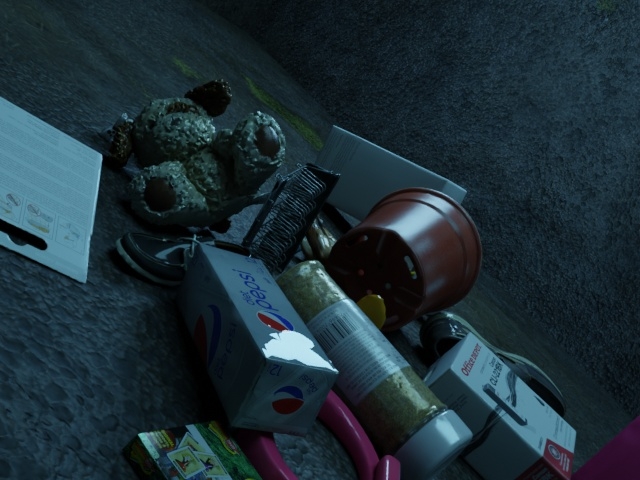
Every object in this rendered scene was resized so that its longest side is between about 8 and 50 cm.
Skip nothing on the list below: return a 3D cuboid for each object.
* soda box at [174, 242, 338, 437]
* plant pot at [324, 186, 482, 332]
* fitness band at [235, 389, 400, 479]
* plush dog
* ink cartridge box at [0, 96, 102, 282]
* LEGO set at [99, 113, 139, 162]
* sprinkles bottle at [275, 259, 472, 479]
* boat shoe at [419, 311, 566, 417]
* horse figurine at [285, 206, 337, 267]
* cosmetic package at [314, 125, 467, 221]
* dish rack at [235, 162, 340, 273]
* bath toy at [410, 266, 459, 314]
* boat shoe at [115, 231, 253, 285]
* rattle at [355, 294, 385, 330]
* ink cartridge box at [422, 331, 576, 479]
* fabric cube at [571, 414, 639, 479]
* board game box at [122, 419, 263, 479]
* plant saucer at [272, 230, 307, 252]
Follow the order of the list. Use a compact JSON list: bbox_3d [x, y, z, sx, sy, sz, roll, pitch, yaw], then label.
[{"bbox_3d":[-0.088,0.109,0.942,0.098,0.091,0.286,17,17,-30],"label":"soda box"},{"bbox_3d":[0.152,0.047,1.543,0.272,0.272,0.265,45,26,11],"label":"plant pot"},{"bbox_3d":[0.000,0.258,0.943,0.209,0.054,0.291,39,13,-1],"label":"fitness band"},{"bbox_3d":[-0.211,-0.138,1.276,0.225,0.262,0.210,56,-16,15],"label":"plush dog"},{"bbox_3d":[-0.366,-0.062,0.951,0.189,0.066,0.232,32,39,-36],"label":"ink cartridge box"},{"bbox_3d":[-0.261,-0.162,1.385,0.227,0.093,0.087,37,15,-19],"label":"LEGO set"},{"bbox_3d":[0.061,0.189,1.149,0.355,0.121,0.121,48,16,23],"label":"sprinkles bottle"},{"bbox_3d":[0.357,0.291,1.639,0.355,0.132,0.130,32,16,-3],"label":"boat shoe"},{"bbox_3d":[0.000,0.000,1.614,0.174,0.066,0.263,67,10,9],"label":"horse figurine"},{"bbox_3d":[0.160,-0.129,2.013,0.365,0.197,0.155,32,8,28],"label":"cosmetic package"},{"bbox_3d":[-0.065,-0.028,1.308,0.074,0.208,0.271,31,14,4],"label":"dish rack"},{"bbox_3d":[0.283,0.102,1.978,0.151,0.129,0.348,10,6,16],"label":"bath toy"},{"bbox_3d":[-0.186,0.018,1.094,0.233,0.079,0.084,19,29,-54],"label":"boat shoe"},{"bbox_3d":[0.092,0.151,1.324,0.200,0.142,0.130,16,10,-47],"label":"rattle"},{"bbox_3d":[0.310,0.318,1.397,0.273,0.114,0.197,43,23,7],"label":"ink cartridge box"},{"bbox_3d":[0.694,0.531,1.541,0.259,0.258,0.254,38,14,-16],"label":"fabric cube"},{"bbox_3d":[-0.068,0.281,0.734,0.259,0.030,0.136,48,13,23],"label":"board game box"},{"bbox_3d":[-0.050,-0.013,1.659,0.067,0.018,0.192,44,13,4],"label":"plant saucer"}]
